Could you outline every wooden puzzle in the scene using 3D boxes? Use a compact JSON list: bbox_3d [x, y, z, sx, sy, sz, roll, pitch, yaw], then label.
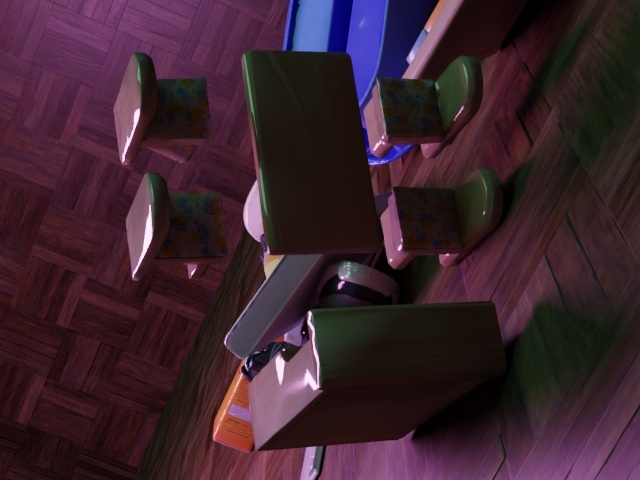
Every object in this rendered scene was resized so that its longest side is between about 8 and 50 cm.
[{"bbox_3d":[0.186,-0.274,1.494,0.238,0.044,0.221,-34,-17,-42],"label":"wooden puzzle"}]

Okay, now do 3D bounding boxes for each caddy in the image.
[{"bbox_3d":[0.082,-0.285,1.910,0.241,0.179,0.342,-2,76,47],"label":"caddy"}]

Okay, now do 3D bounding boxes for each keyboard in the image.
[{"bbox_3d":[-0.001,0.245,1.776,0.256,0.014,0.072,-77,7,-52],"label":"keyboard"}]

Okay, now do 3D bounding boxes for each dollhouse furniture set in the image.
[{"bbox_3d":[0.014,-0.022,1.255,0.256,0.362,0.394,130,135,-62],"label":"dollhouse furniture set"}]

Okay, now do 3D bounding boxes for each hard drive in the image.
[{"bbox_3d":[0.000,0.039,1.713,0.203,0.040,0.307,-54,-11,19],"label":"hard drive"}]

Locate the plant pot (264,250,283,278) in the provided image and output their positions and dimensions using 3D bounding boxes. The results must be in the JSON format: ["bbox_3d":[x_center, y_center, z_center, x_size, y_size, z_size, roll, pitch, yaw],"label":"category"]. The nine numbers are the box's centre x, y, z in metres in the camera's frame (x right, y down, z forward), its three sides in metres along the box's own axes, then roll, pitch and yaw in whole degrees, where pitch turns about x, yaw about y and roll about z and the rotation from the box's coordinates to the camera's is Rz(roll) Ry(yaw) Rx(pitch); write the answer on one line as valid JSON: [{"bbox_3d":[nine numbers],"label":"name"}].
[{"bbox_3d":[-0.007,0.045,2.009,0.095,0.134,0.134,-31,27,29],"label":"plant pot"}]

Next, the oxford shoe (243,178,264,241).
[{"bbox_3d":[-0.002,-0.190,2.457,0.449,0.169,0.130,-64,26,1],"label":"oxford shoe"}]

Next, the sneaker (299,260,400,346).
[{"bbox_3d":[0.022,0.134,1.625,0.268,0.101,0.153,116,173,-65],"label":"sneaker"}]

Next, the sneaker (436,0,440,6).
[{"bbox_3d":[0.198,-0.333,1.811,0.042,0.067,0.119,102,-176,-79],"label":"sneaker"}]

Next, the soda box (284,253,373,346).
[{"bbox_3d":[0.018,0.057,1.922,0.069,0.073,0.216,-104,37,-76],"label":"soda box"}]

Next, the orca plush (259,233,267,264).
[{"bbox_3d":[-0.041,0.049,2.420,0.287,0.102,0.151,102,144,-79],"label":"orca plush"}]

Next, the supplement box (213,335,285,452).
[{"bbox_3d":[-0.108,0.244,2.239,0.078,0.080,0.234,-95,26,-71],"label":"supplement box"}]

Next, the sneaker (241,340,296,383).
[{"bbox_3d":[-0.064,0.185,2.005,0.267,0.106,0.101,-169,100,-84],"label":"sneaker"}]
